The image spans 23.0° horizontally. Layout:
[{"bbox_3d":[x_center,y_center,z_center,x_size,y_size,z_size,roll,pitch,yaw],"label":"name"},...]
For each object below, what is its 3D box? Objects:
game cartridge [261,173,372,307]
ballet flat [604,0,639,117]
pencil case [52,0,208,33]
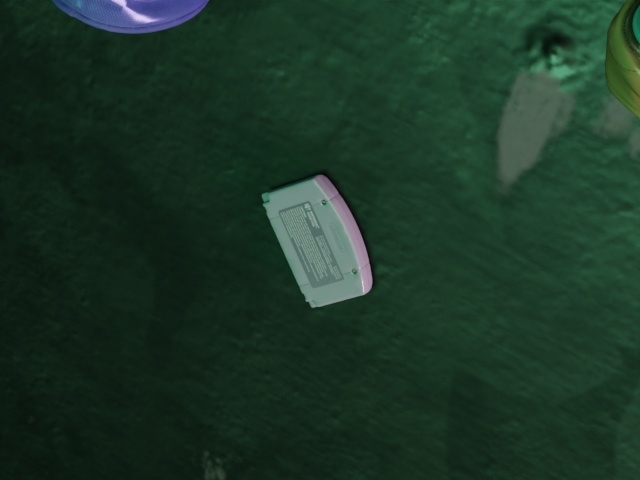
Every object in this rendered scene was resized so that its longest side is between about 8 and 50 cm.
[{"bbox_3d":[0.000,0.000,1.014,0.056,0.017,0.083,-15,103,40],"label":"game cartridge"},{"bbox_3d":[0.246,-0.046,0.812,0.232,0.080,0.073,40,155,14],"label":"ballet flat"},{"bbox_3d":[-0.071,-0.259,0.854,0.119,0.133,0.306,43,133,15],"label":"pencil case"}]
